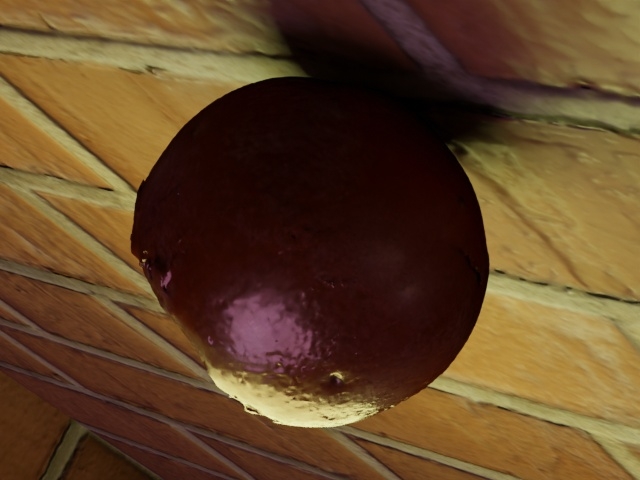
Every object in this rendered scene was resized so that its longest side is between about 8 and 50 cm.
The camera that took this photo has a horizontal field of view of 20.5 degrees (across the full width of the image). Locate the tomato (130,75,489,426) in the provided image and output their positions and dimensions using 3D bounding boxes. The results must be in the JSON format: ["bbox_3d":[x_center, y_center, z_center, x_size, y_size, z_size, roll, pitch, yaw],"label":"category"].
[{"bbox_3d":[0.000,0.000,1.031,0.208,0.184,0.208,55,-174,-8],"label":"tomato"}]
